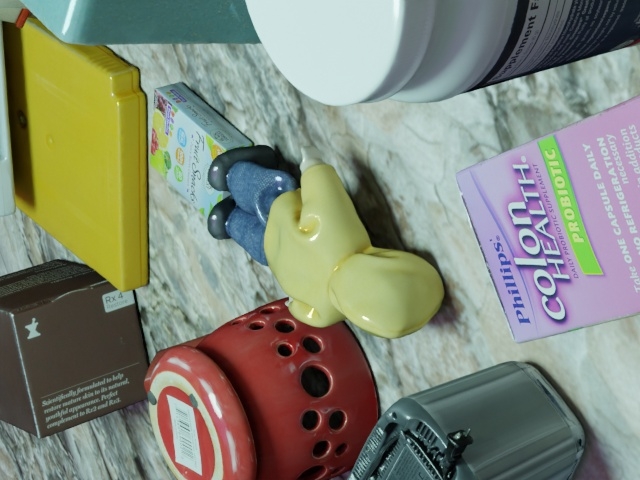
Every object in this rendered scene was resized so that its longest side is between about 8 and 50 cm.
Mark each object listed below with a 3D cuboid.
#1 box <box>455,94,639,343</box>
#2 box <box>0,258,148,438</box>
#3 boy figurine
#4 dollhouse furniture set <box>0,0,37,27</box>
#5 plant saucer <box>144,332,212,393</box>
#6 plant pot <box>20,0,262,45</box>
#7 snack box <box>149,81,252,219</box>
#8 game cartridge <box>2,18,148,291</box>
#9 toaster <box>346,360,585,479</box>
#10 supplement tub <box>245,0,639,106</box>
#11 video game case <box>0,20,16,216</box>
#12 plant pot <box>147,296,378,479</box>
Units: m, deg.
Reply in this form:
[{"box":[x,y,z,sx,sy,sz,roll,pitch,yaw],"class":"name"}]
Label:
[{"box":[0.245,-0.041,0.854,0.243,0.214,0.117,-24,85,57],"class":"box"},{"box":[-0.345,0.132,1.839,0.203,0.169,0.167,10,113,54],"class":"box"},{"box":[0.000,0.000,1.345,0.285,0.092,0.177,32,130,44],"class":"boy figurine"},{"box":[-0.305,-0.353,1.573,0.259,0.135,0.262,128,138,-50],"class":"dollhouse furniture set"},{"box":[-0.113,0.239,1.666,0.258,0.048,0.259,-22,86,57],"class":"plant saucer"},{"box":[-0.153,-0.342,1.278,0.248,0.247,0.252,43,127,36],"class":"plant pot"},{"box":[-0.130,-0.092,1.537,0.141,0.037,0.100,42,138,37],"class":"snack box"},{"box":[-0.313,-0.127,1.785,0.324,0.053,0.285,33,131,41],"class":"game cartridge"},{"box":[0.121,0.192,1.208,0.129,0.146,0.227,51,143,27],"class":"toaster"},{"box":[0.104,-0.196,0.930,0.191,0.272,0.191,30,129,46],"class":"supplement tub"},{"box":[-0.458,-0.230,1.883,0.329,0.036,0.299,-135,41,-55],"class":"video game case"},{"box":[-0.062,0.168,1.445,0.191,0.174,0.191,28,127,44],"class":"plant pot"}]
